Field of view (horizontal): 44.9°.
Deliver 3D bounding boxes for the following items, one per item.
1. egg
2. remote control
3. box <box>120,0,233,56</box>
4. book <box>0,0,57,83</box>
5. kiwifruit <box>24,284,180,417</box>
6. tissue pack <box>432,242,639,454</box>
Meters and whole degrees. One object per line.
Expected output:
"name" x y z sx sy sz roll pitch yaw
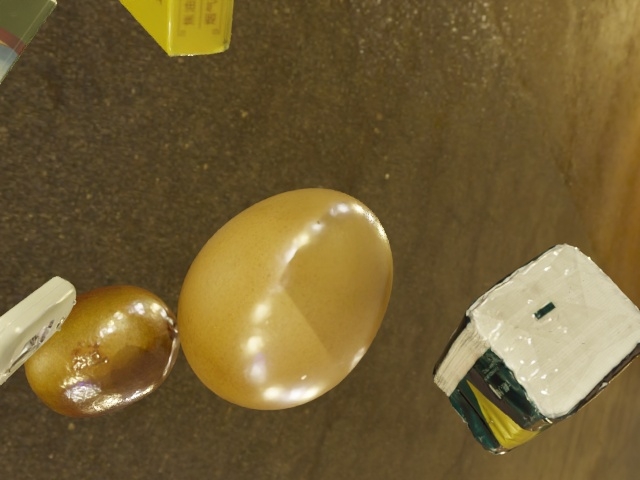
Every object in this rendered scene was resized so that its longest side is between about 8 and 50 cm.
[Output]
"egg" -0.044 0.073 1.002 0.322 0.250 0.250 -52 163 27
"remote control" -0.313 0.097 0.823 0.078 0.042 0.221 -59 -175 11
"box" -0.077 -0.246 0.363 0.041 0.153 0.278 -12 129 -28
"book" -0.509 -0.257 1.006 0.201 0.026 0.289 34 97 -28
"kiwifruit" -0.325 0.165 1.183 0.196 0.234 0.195 -21 90 -75
"tissue pack" 0.392 0.223 1.481 0.264 0.253 0.416 -33 162 -16
